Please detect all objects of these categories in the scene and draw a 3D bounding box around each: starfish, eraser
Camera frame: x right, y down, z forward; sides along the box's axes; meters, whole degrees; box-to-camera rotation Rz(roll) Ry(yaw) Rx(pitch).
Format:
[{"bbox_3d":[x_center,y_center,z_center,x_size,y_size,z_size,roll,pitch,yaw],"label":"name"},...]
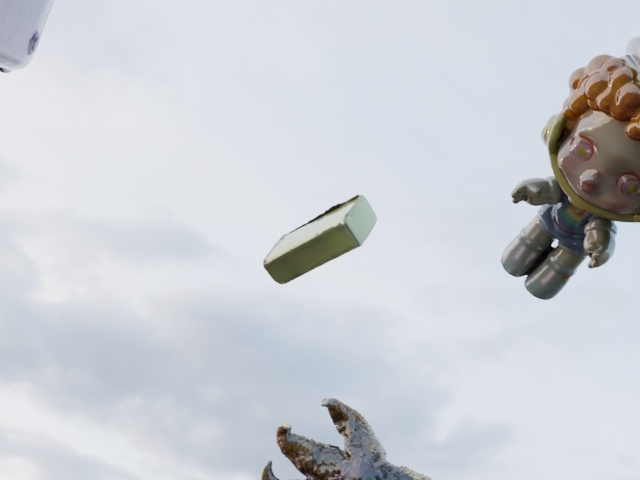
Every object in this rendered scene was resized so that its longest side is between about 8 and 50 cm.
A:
[{"bbox_3d":[0.048,0.289,0.922,0.238,0.216,0.071,2,-39,14],"label":"starfish"},{"bbox_3d":[0.000,0.000,1.269,0.172,0.117,0.058,-28,-75,28],"label":"eraser"}]

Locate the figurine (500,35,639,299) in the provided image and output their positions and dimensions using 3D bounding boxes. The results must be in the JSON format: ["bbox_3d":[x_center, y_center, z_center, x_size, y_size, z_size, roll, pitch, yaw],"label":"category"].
[{"bbox_3d":[0.364,-0.091,1.026,0.224,0.205,0.382,58,-41,11],"label":"figurine"}]

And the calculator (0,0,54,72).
[{"bbox_3d":[-0.156,-0.151,0.420,0.034,0.126,0.190,21,3,-15],"label":"calculator"}]
